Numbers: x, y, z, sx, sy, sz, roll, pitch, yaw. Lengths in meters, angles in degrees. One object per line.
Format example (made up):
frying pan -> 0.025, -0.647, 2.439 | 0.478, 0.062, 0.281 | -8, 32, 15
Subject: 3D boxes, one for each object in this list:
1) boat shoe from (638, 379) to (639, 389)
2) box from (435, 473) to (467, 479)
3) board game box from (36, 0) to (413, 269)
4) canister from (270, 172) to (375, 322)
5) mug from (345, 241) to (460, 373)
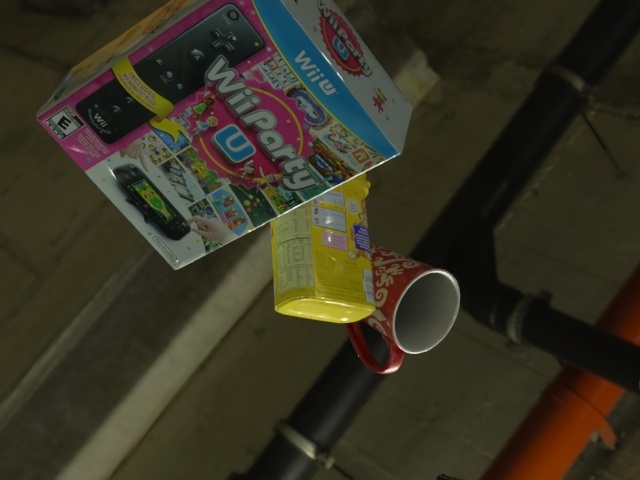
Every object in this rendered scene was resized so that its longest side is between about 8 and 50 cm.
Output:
boat shoe -> 0.423, 0.237, 1.242 | 0.072, 0.068, 0.190 | -59, -154, 26
box -> 0.225, 0.396, 1.331 | 0.108, 0.207, 0.153 | 9, -102, 42
board game box -> -0.097, -0.128, 1.035 | 0.303, 0.224, 0.098 | -26, -154, 30
canister -> 0.000, 0.000, 1.176 | 0.073, 0.126, 0.170 | -30, -123, 47
mug -> 0.071, 0.076, 1.348 | 0.150, 0.113, 0.169 | -52, -138, -9
